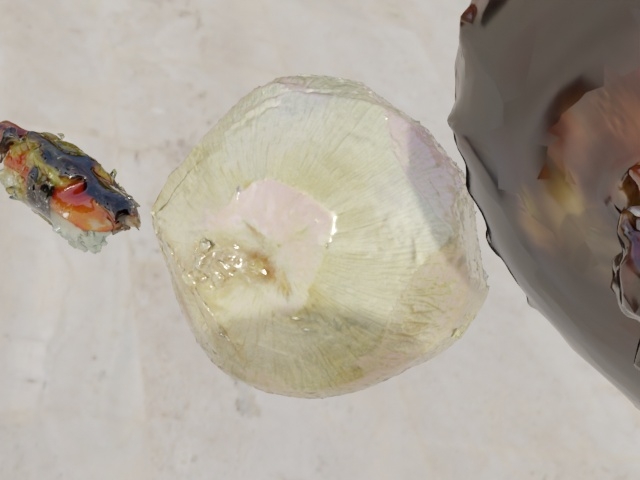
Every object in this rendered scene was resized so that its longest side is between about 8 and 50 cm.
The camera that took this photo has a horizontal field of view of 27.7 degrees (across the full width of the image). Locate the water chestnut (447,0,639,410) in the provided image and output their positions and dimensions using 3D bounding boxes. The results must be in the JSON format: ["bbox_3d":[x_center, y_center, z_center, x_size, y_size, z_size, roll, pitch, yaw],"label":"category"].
[{"bbox_3d":[0.188,-0.043,0.465,0.350,0.350,0.302,35,53,26],"label":"water chestnut"}]

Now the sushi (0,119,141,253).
[{"bbox_3d":[-0.272,-0.055,1.381,0.226,0.103,0.097,37,19,27],"label":"sushi"}]

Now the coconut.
[{"bbox_3d":[0.000,0.000,1.170,0.297,0.297,0.254,29,2,18],"label":"coconut"}]
